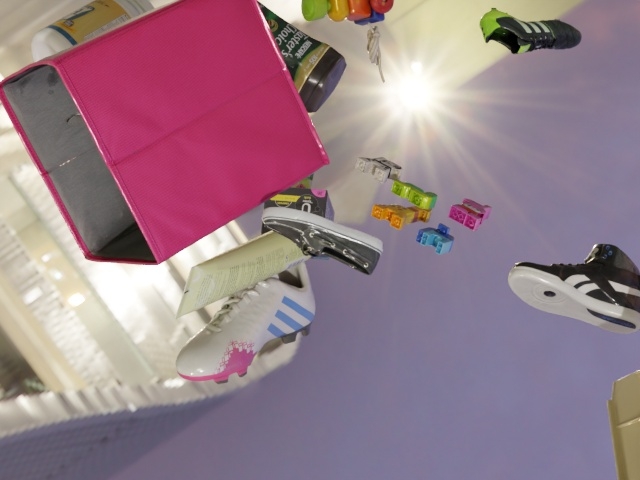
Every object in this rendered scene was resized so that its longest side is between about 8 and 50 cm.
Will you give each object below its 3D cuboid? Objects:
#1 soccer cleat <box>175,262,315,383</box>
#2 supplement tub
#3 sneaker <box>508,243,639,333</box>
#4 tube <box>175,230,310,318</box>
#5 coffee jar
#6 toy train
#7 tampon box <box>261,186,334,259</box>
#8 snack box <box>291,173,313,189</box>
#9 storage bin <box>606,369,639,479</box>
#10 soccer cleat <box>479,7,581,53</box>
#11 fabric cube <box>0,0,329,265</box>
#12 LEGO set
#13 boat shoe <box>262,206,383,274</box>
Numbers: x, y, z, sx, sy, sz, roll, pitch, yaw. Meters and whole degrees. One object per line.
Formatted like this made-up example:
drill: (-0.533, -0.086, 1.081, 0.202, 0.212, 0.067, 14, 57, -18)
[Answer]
soccer cleat: (-0.123, 0.119, 1.801, 0.116, 0.143, 0.331, 6, -162, 31)
supplement tub: (-0.384, -0.339, 1.951, 0.199, 0.144, 0.144, -39, -172, -31)
sneaker: (0.378, 0.049, 1.654, 0.079, 0.217, 0.121, 134, -25, -57)
tube: (-0.105, 0.033, 1.554, 0.062, 0.070, 0.240, -5, -166, 43)
coffee jar: (-0.059, -0.253, 1.516, 0.096, 0.184, 0.079, -59, -179, -43)
toy train: (0.033, -0.368, 1.784, 0.143, 0.248, 0.105, -12, -172, -32)
tampon box: (-0.042, -0.034, 2.182, 0.120, 0.101, 0.161, 4, 165, 7)
snack box: (-0.074, -0.159, 2.431, 0.141, 0.100, 0.037, -1, -162, -43)
storage bin: (0.532, 0.334, 1.554, 0.123, 0.262, 0.260, -33, -145, 33)
soccer cleat: (0.351, -0.338, 1.876, 0.060, 0.179, 0.072, 110, -14, -52)
fabric cube: (-0.196, -0.143, 1.364, 0.258, 0.259, 0.254, -33, -164, -25)
LEGO set: (0.158, -0.048, 1.695, 0.093, 0.227, 0.087, -13, 126, -49)
boat shoe: (0.000, 0.000, 1.253, 0.049, 0.142, 0.040, 109, -2, -71)
